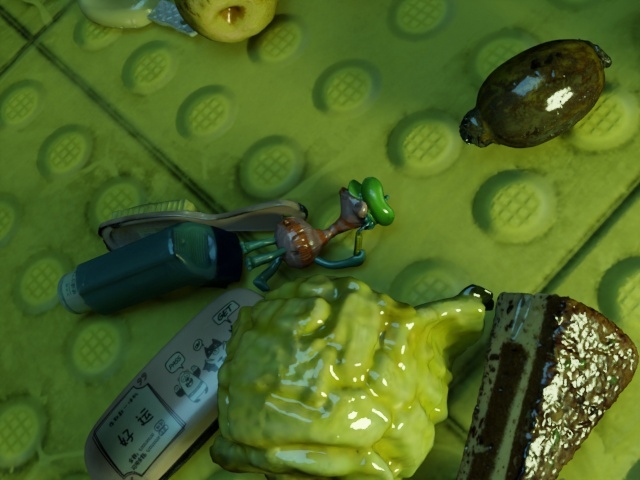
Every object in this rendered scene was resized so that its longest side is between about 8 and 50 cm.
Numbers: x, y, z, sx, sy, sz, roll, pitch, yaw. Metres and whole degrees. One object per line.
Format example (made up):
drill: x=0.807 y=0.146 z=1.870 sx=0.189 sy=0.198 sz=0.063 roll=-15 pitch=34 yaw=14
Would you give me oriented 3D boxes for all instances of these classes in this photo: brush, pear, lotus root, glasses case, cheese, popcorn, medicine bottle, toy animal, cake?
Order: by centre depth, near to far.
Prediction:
cake: x=0.243 y=0.186 z=0.905 sx=0.112 sy=0.135 sz=0.246 roll=2 pitch=75 yaw=64
popcorn: x=0.013 y=0.164 z=0.922 sx=0.293 sy=0.293 sz=0.237 roll=-1 pitch=68 yaw=20
lotus root: x=0.270 y=-0.179 z=1.064 sx=0.209 sy=0.120 sz=0.120 roll=-31 pitch=59 yaw=2
glasses case: x=-0.171 y=0.193 z=1.077 sx=0.314 sy=0.075 sz=0.122 roll=-46 pitch=56 yaw=-5
toy animal: x=0.000 y=0.000 z=1.104 sx=0.208 sy=0.100 sz=0.103 roll=-26 pitch=81 yaw=-2
medicine bottle: x=-0.240 y=0.044 z=1.167 sx=0.258 sy=0.124 sz=0.079 roll=-19 pitch=68 yaw=25
brush: x=-0.166 y=-0.036 z=1.196 sx=0.312 sy=0.072 sz=0.067 roll=-7 pitch=50 yaw=17
pear: x=-0.147 y=-0.397 z=1.302 sx=0.178 sy=0.178 sz=0.178 roll=-8 pitch=63 yaw=17
cheese: x=-0.290 y=-0.396 z=1.425 sx=0.255 sy=0.050 sz=0.127 roll=26 pitch=75 yaw=27

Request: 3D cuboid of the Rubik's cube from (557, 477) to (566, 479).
Rubik's cube: x=0.252 y=0.287 z=0.871 sx=0.073 sy=0.075 sz=0.084 roll=13 pitch=70 yaw=28
